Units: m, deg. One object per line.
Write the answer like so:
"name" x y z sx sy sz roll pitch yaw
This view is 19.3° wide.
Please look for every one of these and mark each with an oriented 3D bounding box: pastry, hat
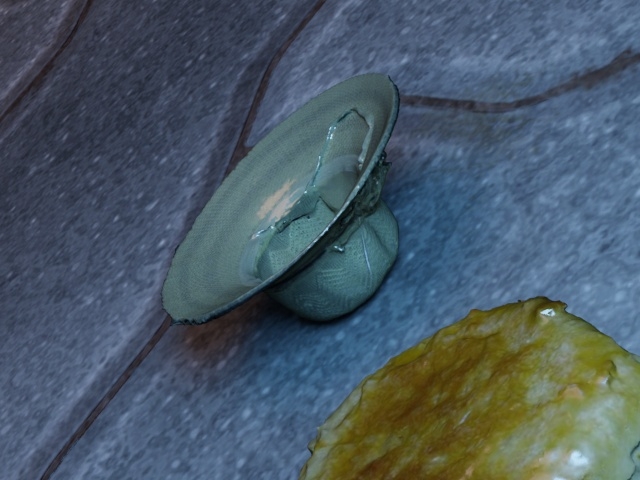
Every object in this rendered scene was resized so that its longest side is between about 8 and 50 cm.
"pastry" 0.097 0.146 1.104 0.236 0.121 0.257 -46 26 -8
"hat" 0.000 0.000 1.434 0.252 0.110 0.252 -39 22 20
